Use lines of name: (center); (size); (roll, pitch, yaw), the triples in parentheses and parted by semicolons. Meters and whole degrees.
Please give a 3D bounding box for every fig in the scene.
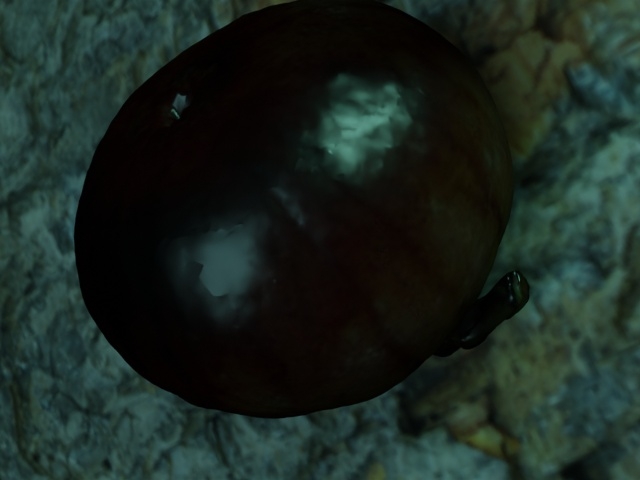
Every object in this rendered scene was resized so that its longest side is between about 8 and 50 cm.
fig: (-0.014, -0.009, 0.568); (0.235, 0.235, 0.214); (16, 142, 31)
